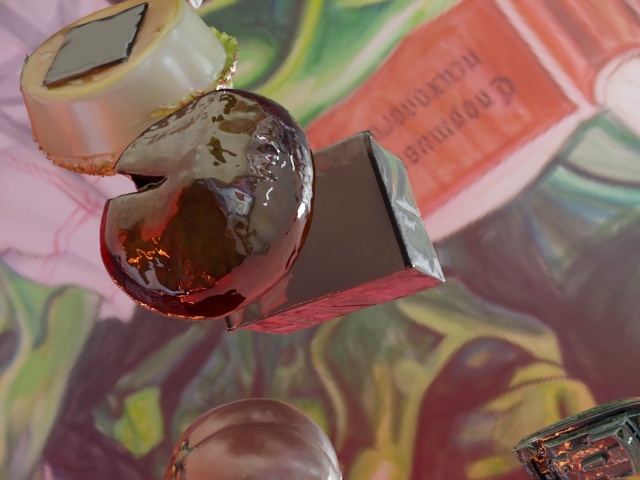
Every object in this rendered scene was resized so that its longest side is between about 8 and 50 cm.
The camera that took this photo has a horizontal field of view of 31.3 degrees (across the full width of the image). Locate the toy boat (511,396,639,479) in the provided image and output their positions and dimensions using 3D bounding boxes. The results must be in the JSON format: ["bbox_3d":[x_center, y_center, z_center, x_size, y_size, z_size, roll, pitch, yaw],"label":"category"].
[{"bbox_3d":[0.452,0.320,1.796,0.296,0.114,0.122,-27,-173,29],"label":"toy boat"}]

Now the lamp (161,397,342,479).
[{"bbox_3d":[-0.072,0.331,1.282,0.305,0.240,0.305,-161,-90,-79],"label":"lamp"}]

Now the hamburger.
[{"bbox_3d":[-0.248,-0.197,1.510,0.294,0.179,0.276,-16,-146,12],"label":"hamburger"}]

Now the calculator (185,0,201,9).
[{"bbox_3d":[-0.246,-0.501,2.159,0.153,0.021,0.095,70,29,-60],"label":"calculator"}]

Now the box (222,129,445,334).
[{"bbox_3d":[0.000,0.000,1.416,0.252,0.188,0.153,-22,166,20],"label":"box"}]

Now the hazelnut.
[{"bbox_3d":[-0.105,-0.032,1.184,0.251,0.217,0.217,-59,-176,-7],"label":"hazelnut"}]
